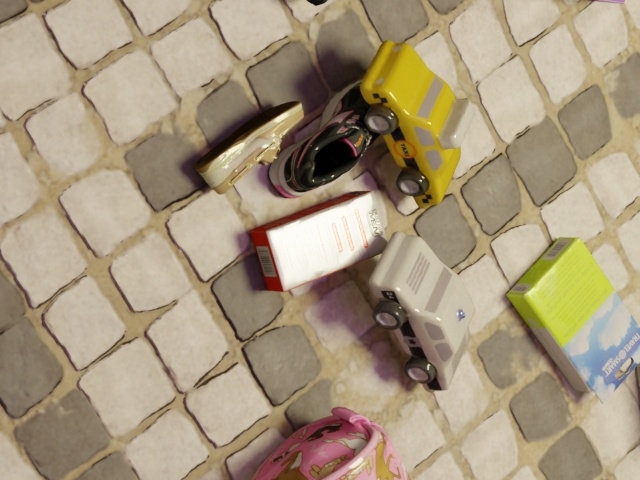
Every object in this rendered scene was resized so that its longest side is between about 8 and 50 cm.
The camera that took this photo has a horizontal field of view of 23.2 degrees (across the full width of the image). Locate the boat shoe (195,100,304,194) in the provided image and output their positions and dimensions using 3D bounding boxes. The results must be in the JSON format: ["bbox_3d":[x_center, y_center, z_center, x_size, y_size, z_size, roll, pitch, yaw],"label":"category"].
[{"bbox_3d":[-0.069,-0.099,1.650,0.135,0.050,0.045,-36,111,-14],"label":"boat shoe"}]

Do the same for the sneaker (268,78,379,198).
[{"bbox_3d":[0.030,-0.108,1.687,0.178,0.077,0.072,-49,113,-21],"label":"sneaker"}]

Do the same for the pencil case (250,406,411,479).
[{"bbox_3d":[0.074,0.370,1.670,0.386,0.160,0.167,59,32,-16],"label":"pencil case"}]

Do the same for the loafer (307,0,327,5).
[{"bbox_3d":[0.010,-0.361,1.679,0.078,0.076,0.223,21,75,-23],"label":"loafer"}]

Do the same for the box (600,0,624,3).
[{"bbox_3d":[0.237,-0.387,1.795,0.293,0.057,0.200,2,100,-30],"label":"box"}]

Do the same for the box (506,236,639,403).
[{"bbox_3d":[0.313,0.096,1.867,0.109,0.042,0.178,-44,111,-21],"label":"box"}]

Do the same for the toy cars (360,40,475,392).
[{"bbox_3d":[0.125,-0.022,1.696,0.176,0.087,0.393,-9,97,-57],"label":"toy cars"}]

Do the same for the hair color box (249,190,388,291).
[{"bbox_3d":[0.000,0.000,1.689,0.141,0.043,0.072,-20,100,-27],"label":"hair color box"}]

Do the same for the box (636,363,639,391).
[{"bbox_3d":[0.459,0.190,1.916,0.087,0.101,0.101,-10,95,-30],"label":"box"}]
